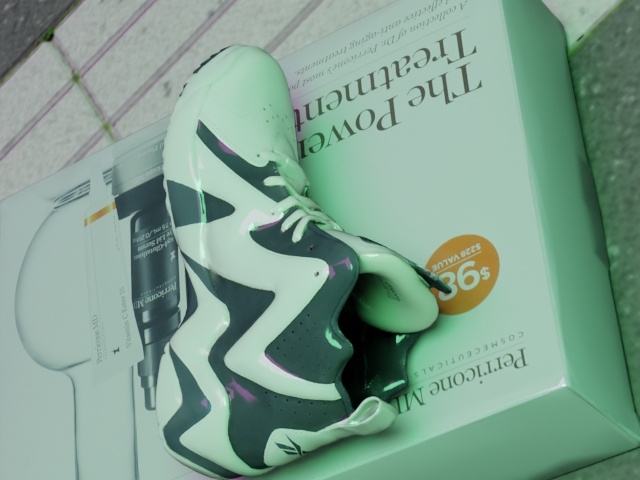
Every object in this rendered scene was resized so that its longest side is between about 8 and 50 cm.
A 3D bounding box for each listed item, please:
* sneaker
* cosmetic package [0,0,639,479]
[{"bbox_3d":[0.000,0.000,0.937,0.153,0.094,0.235,-10,60,32],"label":"sneaker"},{"bbox_3d":[-0.021,0.039,1.063,0.377,0.097,0.284,-25,54,26],"label":"cosmetic package"}]
